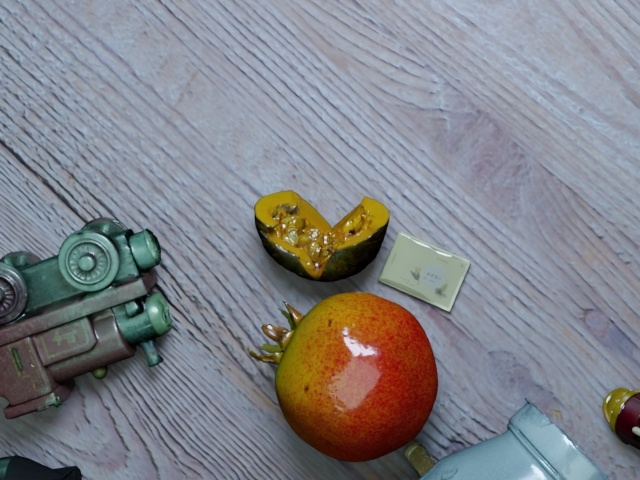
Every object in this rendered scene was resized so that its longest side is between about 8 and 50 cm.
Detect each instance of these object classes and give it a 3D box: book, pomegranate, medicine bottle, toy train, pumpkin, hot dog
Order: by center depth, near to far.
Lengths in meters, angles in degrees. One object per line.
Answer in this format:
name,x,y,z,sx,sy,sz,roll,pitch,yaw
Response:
medicine bottle,0.232,0.368,1.310,0.245,0.245,0.290,44,93,5
pomegranate,0.029,0.172,1.356,0.257,0.221,0.221,23,91,14
pumpkin,0.000,0.000,1.408,0.183,0.119,0.107,9,126,11
hot dog,0.145,0.315,1.424,0.030,0.034,0.090,-36,105,-6
toy train,-0.349,0.102,1.436,0.304,0.150,0.221,-20,97,4
book,0.145,0.043,1.439,0.111,0.014,0.077,24,92,6

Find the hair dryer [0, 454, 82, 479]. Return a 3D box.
hair dryer,-0.452,0.458,1.434,0.244,0.116,0.302,-9,83,7

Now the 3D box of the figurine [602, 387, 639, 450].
figurine,0.432,0.245,1.346,0.154,0.098,0.082,28,96,43
